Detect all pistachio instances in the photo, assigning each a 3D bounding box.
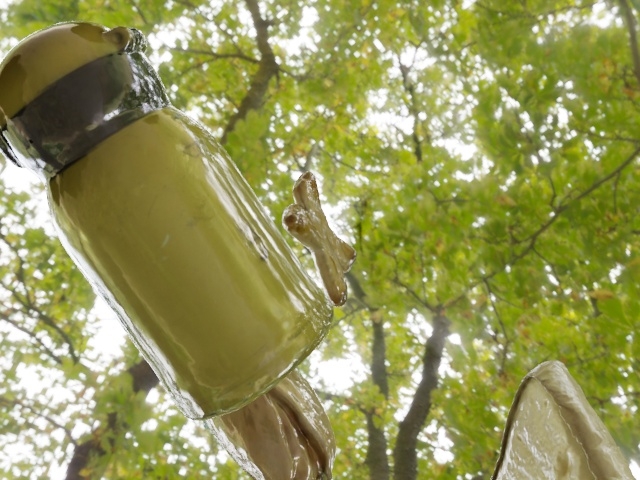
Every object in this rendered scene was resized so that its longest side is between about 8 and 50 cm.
[{"bbox_3d":[-0.089,0.277,1.042,0.162,0.181,0.293,-28,-137,-28],"label":"pistachio"}]

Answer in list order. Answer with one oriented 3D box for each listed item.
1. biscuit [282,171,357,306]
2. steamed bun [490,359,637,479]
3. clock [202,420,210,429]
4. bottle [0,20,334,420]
[{"bbox_3d":[0.000,-0.001,1.179,0.047,0.208,0.164,-19,-151,22],"label":"biscuit"},{"bbox_3d":[0.288,0.283,0.733,0.212,0.110,0.231,-125,-137,-62],"label":"steamed bun"},{"bbox_3d":[-0.243,0.377,1.599,0.066,0.211,0.159,-4,-109,0],"label":"clock"},{"bbox_3d":[-0.149,-0.027,0.594,0.171,0.351,0.171,-33,-171,6],"label":"bottle"}]
